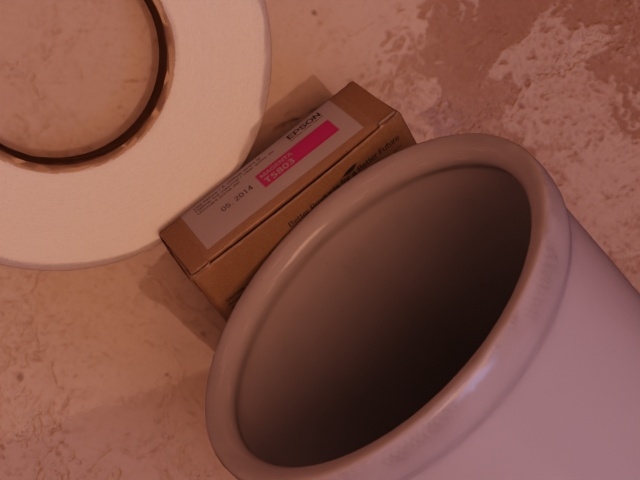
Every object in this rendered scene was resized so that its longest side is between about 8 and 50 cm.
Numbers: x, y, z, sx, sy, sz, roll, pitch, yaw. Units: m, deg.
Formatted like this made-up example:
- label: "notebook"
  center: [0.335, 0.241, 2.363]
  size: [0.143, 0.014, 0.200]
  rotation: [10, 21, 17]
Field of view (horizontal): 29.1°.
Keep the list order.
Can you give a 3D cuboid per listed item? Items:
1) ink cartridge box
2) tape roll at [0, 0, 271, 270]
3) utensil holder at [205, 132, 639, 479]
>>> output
- label: "ink cartridge box"
  center: [0.000, 0.000, 1.144]
  size: [0.234, 0.088, 0.193]
  rotation: [-38, 130, -5]
- label: "tape roll"
  center: [-0.238, -0.167, 1.097]
  size: [0.391, 0.072, 0.392]
  rotation: [-2, 100, -13]
- label: "utensil holder"
  center: [0.149, 0.160, 1.007]
  size: [0.327, 0.327, 0.385]
  rotation: [-46, 118, -3]
